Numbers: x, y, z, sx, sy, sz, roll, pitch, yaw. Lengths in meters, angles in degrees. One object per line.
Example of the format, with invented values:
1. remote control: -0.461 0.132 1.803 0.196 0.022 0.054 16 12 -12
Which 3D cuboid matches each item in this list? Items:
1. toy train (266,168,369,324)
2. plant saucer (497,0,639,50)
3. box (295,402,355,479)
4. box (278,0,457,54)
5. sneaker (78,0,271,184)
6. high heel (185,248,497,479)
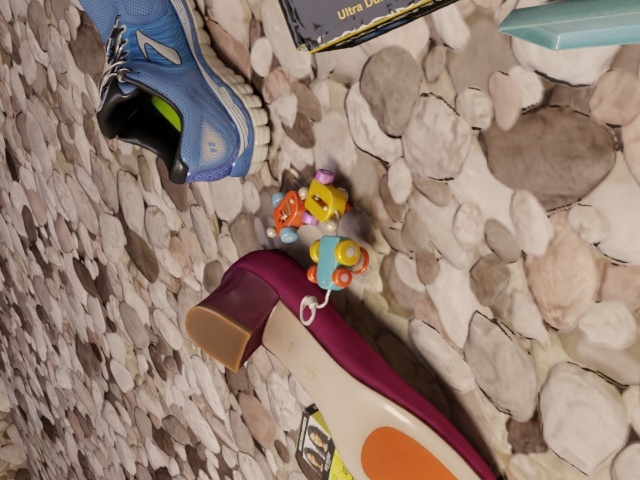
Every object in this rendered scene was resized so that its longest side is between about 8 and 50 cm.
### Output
1. toy train: 0.000 0.000 0.843 0.125 0.046 0.166 -53 42 40
2. plant saucer: 0.203 -0.136 0.496 0.192 0.067 0.018 11 95 51
3. box: 0.068 0.281 0.928 0.232 0.058 0.087 41 138 32
4. box: 0.089 -0.278 0.436 0.322 0.079 0.257 -17 98 29
5. sneaker: -0.197 -0.196 0.924 0.330 0.147 0.130 52 143 21
6. high heel: 0.049 0.135 0.877 0.377 0.181 0.127 37 126 7
